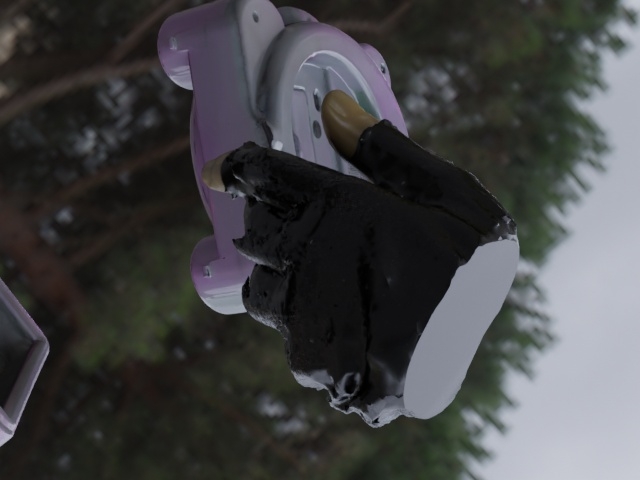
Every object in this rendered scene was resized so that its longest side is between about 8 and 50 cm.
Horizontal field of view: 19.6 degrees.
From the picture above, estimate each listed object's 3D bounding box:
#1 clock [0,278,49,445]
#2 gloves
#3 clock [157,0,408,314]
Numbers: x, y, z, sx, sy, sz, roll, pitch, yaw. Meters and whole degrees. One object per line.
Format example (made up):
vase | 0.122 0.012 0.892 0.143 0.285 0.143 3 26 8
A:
clock | -0.201 0.029 0.864 0.063 0.150 0.197 -36 -171 2
gloves | -0.002 0.002 0.915 0.180 0.129 0.106 25 -154 29
clock | -0.013 -0.061 1.372 0.090 0.228 0.248 -11 174 28
